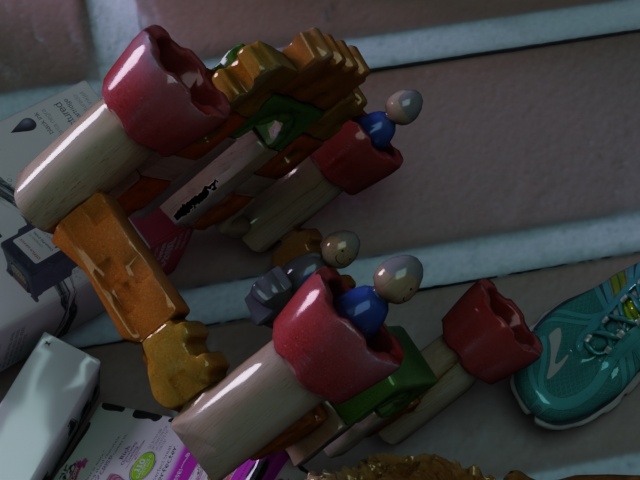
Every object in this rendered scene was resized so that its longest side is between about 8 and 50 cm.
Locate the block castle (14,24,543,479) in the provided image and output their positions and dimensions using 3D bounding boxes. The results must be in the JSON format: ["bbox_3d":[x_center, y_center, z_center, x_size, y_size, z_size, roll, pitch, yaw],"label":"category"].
[{"bbox_3d":[0.000,0.000,1.311,0.213,0.453,0.303,-40,74,16],"label":"block castle"}]

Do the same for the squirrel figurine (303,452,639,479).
[{"bbox_3d":[0.158,0.309,1.268,0.397,0.281,0.370,45,57,-29],"label":"squirrel figurine"}]

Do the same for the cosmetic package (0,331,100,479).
[{"bbox_3d":[-0.263,0.201,1.399,0.060,0.099,0.239,27,69,5],"label":"cosmetic package"}]

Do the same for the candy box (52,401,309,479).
[{"bbox_3d":[-0.128,0.225,1.343,0.071,0.233,0.159,46,65,-34],"label":"candy box"}]

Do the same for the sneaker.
[{"bbox_3d":[0.281,0.063,1.507,0.275,0.110,0.107,-36,77,-17],"label":"sneaker"}]

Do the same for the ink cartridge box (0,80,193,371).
[{"bbox_3d":[-0.256,-0.006,1.449,0.237,0.100,0.172,-31,74,-32],"label":"ink cartridge box"}]
